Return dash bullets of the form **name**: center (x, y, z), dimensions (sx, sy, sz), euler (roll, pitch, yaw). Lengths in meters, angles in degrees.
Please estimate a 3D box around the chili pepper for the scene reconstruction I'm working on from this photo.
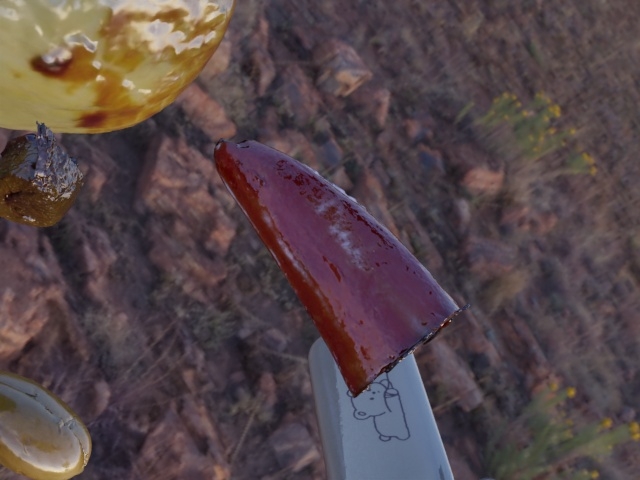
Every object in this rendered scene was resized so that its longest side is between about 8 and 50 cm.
- **chili pepper**: center (-0.003, 0.003, 0.510), dimensions (0.169, 0.065, 0.088), euler (48, 41, 9)

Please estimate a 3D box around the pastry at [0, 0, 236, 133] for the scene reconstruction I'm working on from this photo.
- **pastry**: center (-0.229, -0.276, 0.818), dimensions (0.313, 0.388, 0.388), euler (31, 38, -26)

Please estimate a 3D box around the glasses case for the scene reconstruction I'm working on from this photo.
- **glasses case**: center (0.040, 0.134, 0.633), dimensions (0.196, 0.083, 0.050), euler (-106, -172, -57)

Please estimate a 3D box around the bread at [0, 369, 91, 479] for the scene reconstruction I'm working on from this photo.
- **bread**: center (-0.356, 0.215, 1.066), dimensions (0.189, 0.077, 0.114), euler (37, 33, -9)

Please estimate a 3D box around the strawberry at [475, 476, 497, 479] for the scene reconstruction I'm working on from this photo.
- **strawberry**: center (0.097, 0.196, 0.388), dimensions (0.234, 0.306, 0.137), euler (10, 86, -24)

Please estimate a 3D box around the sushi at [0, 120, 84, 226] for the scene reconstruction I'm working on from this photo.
- **sushi**: center (-0.163, -0.036, 0.507), dimensions (0.050, 0.099, 0.047), euler (29, 63, -33)
